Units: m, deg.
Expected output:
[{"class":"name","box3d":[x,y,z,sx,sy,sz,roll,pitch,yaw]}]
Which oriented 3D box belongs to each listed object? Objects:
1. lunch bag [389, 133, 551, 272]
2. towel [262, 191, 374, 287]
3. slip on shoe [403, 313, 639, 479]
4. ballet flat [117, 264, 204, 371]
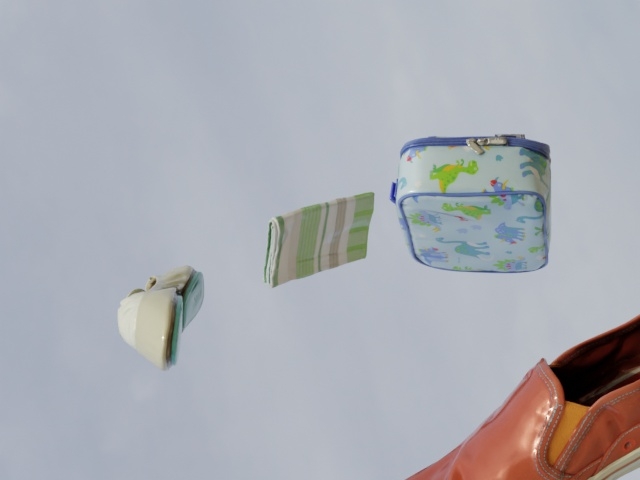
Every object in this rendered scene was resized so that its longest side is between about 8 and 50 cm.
[{"class":"lunch bag","box3d":[0.174,-0.039,1.361,0.219,0.176,0.090,65,-153,-63]},{"class":"towel","box3d":[0.000,0.000,1.531,0.152,0.113,0.023,-16,-135,-26]},{"class":"slip on shoe","box3d":[0.173,0.141,0.907,0.101,0.331,0.123,59,-176,-21]},{"class":"ballet flat","box3d":[-0.179,0.082,1.293,0.248,0.086,0.086,-84,-30,-81]}]
